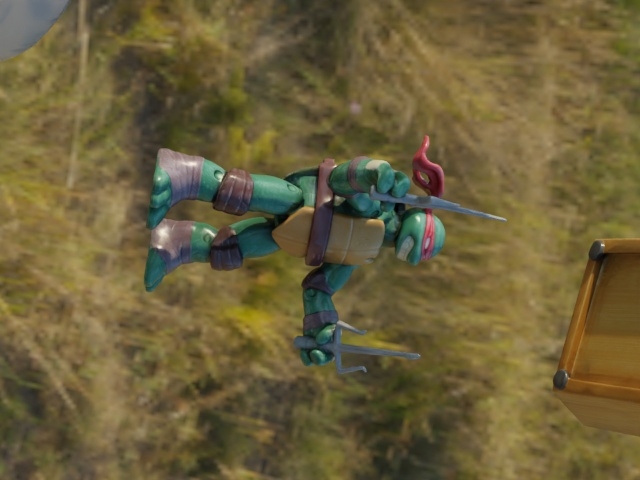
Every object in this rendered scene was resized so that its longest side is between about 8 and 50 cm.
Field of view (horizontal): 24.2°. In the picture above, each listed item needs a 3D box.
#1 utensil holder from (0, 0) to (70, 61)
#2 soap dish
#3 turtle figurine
[{"bbox_3d":[-0.299,-0.223,0.508,0.385,0.327,0.328,-5,103,-32],"label":"utensil holder"},{"bbox_3d":[0.382,0.101,1.611,0.118,0.291,0.229,22,81,-24],"label":"soap dish"},{"bbox_3d":[0.000,0.000,1.018,0.118,0.234,0.175,-86,-177,-57],"label":"turtle figurine"}]
